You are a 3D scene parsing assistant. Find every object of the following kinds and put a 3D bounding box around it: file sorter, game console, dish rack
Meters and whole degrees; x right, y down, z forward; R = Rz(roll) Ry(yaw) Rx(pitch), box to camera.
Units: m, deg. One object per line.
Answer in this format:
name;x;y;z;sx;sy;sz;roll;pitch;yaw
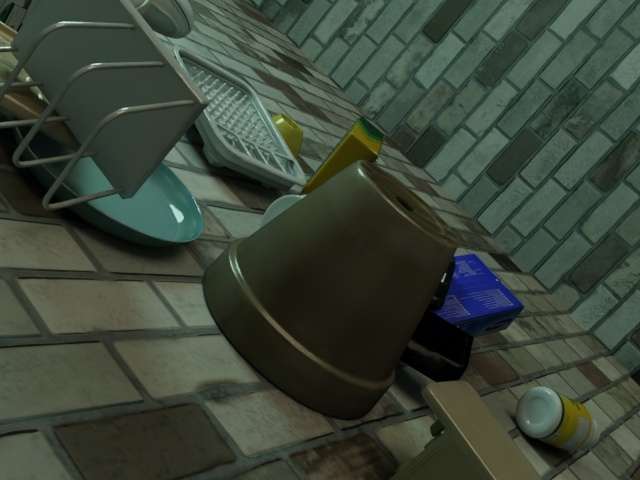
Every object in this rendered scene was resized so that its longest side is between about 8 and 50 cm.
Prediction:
file sorter;-0.321;-0.204;1.059;0.278;0.193;0.173;52;30;9
game console;0.187;0.107;1.549;0.213;0.044;0.361;32;33;0
dish rack;-0.185;-0.241;1.780;0.285;0.072;0.333;19;36;-52

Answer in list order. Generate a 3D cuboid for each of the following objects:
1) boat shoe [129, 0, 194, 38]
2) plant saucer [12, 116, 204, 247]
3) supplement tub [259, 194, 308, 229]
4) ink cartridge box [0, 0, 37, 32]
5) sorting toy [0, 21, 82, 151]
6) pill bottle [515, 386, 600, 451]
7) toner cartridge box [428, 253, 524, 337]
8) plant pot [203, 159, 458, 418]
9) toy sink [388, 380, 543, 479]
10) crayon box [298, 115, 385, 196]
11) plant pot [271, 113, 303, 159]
boat shoe;-0.405;-0.484;1.693;0.367;0.135;0.157;36;52;-44
plant saucer;-0.311;-0.092;1.242;0.317;0.044;0.317;37;16;-13
supplement tub;0.000;0.000;1.512;0.199;0.144;0.144;17;28;-53
ink cartridge box;-0.513;-0.422;1.437;0.092;0.160;0.219;47;19;22
sorting toy;-0.412;-0.219;1.219;0.193;0.038;0.208;32;24;-28
pill bottle;0.482;0.364;1.713;0.184;0.103;0.103;28;21;-38
toner cartridge box;0.239;0.119;1.686;0.347;0.075;0.165;-5;47;-44
plant pot;0.037;0.045;1.246;0.323;0.280;0.323;36;16;-12
toy sink;0.192;0.321;1.139;0.234;0.131;0.152;54;20;24
crayon box;0.046;-0.159;1.915;0.083;0.203;0.323;39;16;-5
plant pot;-0.095;-0.239;2.002;0.134;0.095;0.134;37;17;-14
